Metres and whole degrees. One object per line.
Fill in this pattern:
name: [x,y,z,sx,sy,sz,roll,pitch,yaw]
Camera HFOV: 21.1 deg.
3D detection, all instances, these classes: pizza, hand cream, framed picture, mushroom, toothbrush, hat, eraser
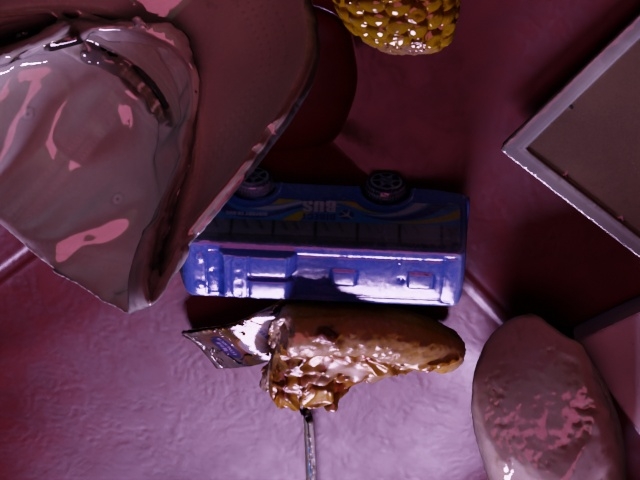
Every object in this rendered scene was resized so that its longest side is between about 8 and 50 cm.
pizza: [0.011,0.099,1.426,0.161,0.062,0.182,-25,153,33]
hand cream: [-0.035,0.070,1.456,0.163,0.039,0.062,-24,137,20]
framed picture: [0.309,-0.069,1.355,0.274,0.017,0.217,37,115,-21]
mushroom: [0.205,0.210,1.499,0.128,0.128,0.350,-6,129,6]
toothbrush: [-0.006,0.269,1.601,0.028,0.026,0.294,-15,126,-10]
hat: [-0.145,-0.115,1.286,0.301,0.168,0.258,-45,94,3]
eraser: [0.296,0.110,1.482,0.104,0.023,0.150,-27,119,19]

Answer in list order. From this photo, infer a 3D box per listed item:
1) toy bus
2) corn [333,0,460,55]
toy bus: [0.000,-0.001,1.369,0.236,0.094,0.079,2,125,0]
corn: [0.036,-0.265,1.170,0.119,0.119,0.322,-9,125,8]
